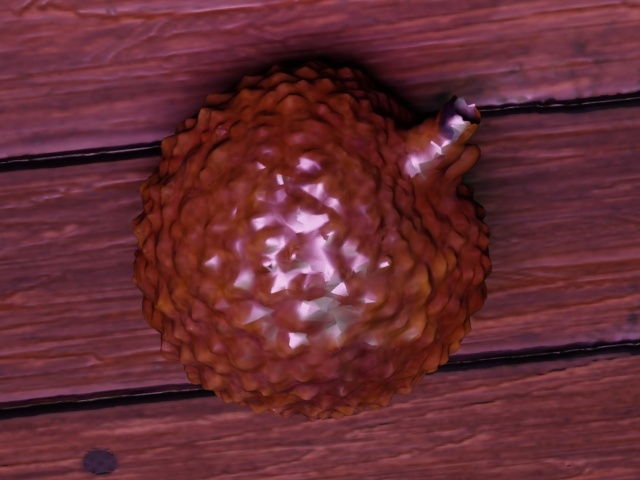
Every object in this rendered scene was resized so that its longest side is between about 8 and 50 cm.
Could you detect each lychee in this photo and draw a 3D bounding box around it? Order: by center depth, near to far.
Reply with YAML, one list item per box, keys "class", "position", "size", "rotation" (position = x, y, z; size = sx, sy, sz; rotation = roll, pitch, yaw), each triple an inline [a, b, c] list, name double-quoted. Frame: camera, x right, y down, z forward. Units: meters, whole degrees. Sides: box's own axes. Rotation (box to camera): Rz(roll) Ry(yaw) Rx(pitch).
- class: "lychee"
  position: [0.000, 0.000, 1.029]
  size: [0.200, 0.200, 0.238]
  rotation: [34, 130, -26]
